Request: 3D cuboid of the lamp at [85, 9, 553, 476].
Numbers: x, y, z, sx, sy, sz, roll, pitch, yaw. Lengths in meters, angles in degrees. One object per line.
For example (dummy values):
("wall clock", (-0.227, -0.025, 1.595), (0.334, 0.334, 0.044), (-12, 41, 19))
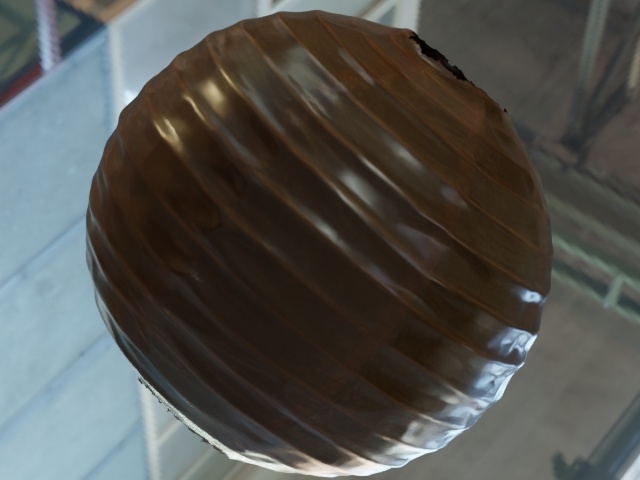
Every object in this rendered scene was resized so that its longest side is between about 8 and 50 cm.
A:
("lamp", (0.000, 0.000, 0.430), (0.136, 0.136, 0.136), (31, -34, 24))
